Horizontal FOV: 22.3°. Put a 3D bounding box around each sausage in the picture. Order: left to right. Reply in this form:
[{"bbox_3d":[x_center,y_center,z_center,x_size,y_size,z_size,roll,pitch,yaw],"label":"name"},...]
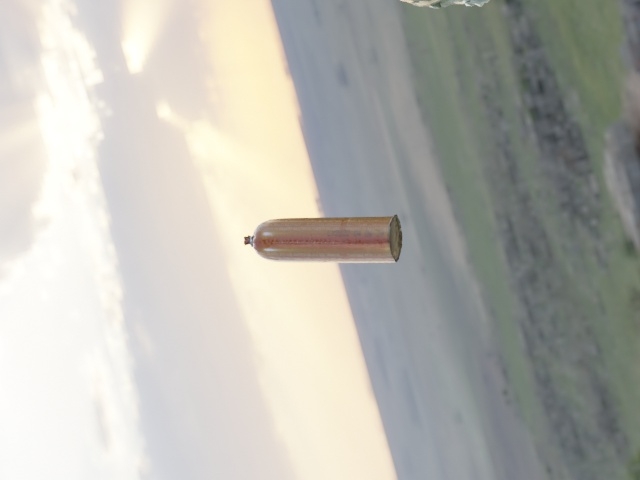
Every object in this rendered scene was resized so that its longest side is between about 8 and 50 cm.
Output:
[{"bbox_3d":[0.000,0.000,1.043,0.031,0.107,0.031,-2,-90,-66],"label":"sausage"}]

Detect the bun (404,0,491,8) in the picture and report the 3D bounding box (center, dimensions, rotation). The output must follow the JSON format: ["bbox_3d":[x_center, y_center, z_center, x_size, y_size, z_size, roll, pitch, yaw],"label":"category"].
[{"bbox_3d":[0.090,-0.211,0.881,0.141,0.239,0.239,59,178,9],"label":"bun"}]
